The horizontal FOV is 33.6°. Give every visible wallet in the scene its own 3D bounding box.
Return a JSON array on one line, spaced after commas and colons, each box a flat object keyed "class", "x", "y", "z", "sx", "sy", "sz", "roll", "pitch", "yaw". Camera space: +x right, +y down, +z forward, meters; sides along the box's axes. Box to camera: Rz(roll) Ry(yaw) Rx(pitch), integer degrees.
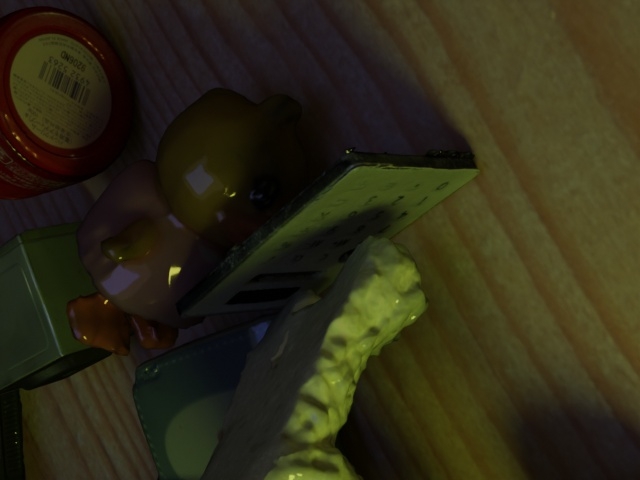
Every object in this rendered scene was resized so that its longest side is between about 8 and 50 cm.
[{"class": "wallet", "x": -0.060, "y": 0.267, "z": 1.066, "sx": 0.252, "sy": 0.083, "sz": 0.360, "roll": -21, "pitch": 84, "yaw": 36}]

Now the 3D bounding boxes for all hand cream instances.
[{"class": "hand cream", "x": -0.305, "y": -0.143, "z": 1.120, "sx": 0.125, "sy": 0.193, "sz": 0.193, "roll": -9, "pitch": 93, "yaw": 42}]

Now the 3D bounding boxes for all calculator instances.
[{"class": "calculator", "x": 0.000, "y": 0.000, "z": 0.905, "sx": 0.262, "sy": 0.161, "sz": 0.021, "roll": -40, "pitch": 64, "yaw": 39}]

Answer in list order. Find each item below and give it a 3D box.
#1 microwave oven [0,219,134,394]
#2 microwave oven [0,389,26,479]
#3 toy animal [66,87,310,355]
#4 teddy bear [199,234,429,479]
[{"class": "microwave oven", "x": -0.322, "y": 0.081, "z": 1.220, "sx": 0.205, "sy": 0.129, "sz": 0.163, "roll": -26, "pitch": 84, "yaw": 41}, {"class": "microwave oven", "x": -0.499, "y": 0.234, "z": 1.331, "sx": 0.181, "sy": 0.237, "sz": 0.295, "roll": 5, "pitch": 101, "yaw": 39}, {"class": "toy animal", "x": -0.113, "y": -0.027, "z": 0.993, "sx": 0.281, "sy": 0.195, "sz": 0.169, "roll": -39, "pitch": 71, "yaw": 23}, {"class": "teddy bear", "x": 0.069, "y": 0.260, "z": 0.848, "sx": 0.362, "sy": 0.375, "sz": 0.327, "roll": 37, "pitch": 143, "yaw": -11}]
